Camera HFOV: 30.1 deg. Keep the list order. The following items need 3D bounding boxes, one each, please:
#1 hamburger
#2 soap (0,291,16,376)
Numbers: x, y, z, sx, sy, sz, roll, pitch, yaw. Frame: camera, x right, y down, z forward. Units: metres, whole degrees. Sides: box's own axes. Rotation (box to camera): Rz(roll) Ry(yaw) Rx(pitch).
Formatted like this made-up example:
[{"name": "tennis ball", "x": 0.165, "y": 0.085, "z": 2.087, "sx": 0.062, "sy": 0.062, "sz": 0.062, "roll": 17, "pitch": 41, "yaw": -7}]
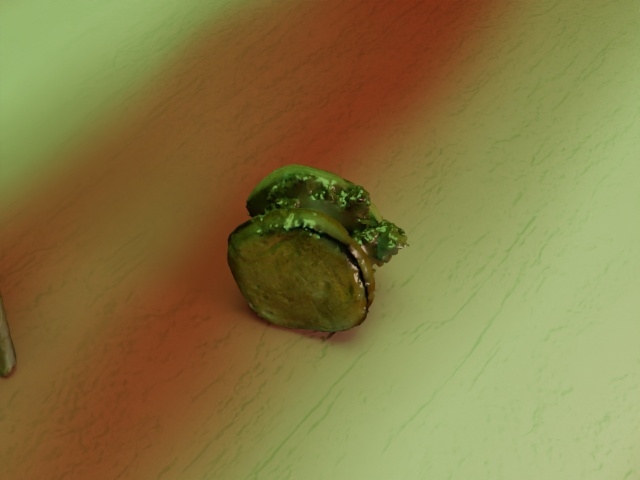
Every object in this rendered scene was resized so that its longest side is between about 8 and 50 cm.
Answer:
[{"name": "hamburger", "x": 0.000, "y": 0.000, "z": 1.185, "sx": 0.185, "sy": 0.159, "sz": 0.131, "roll": 1, "pitch": 41, "yaw": 23}, {"name": "soap", "x": -0.356, "y": -0.007, "z": 1.083, "sx": 0.089, "sy": 0.274, "sz": 0.173, "roll": -21, "pitch": 52, "yaw": -21}]
